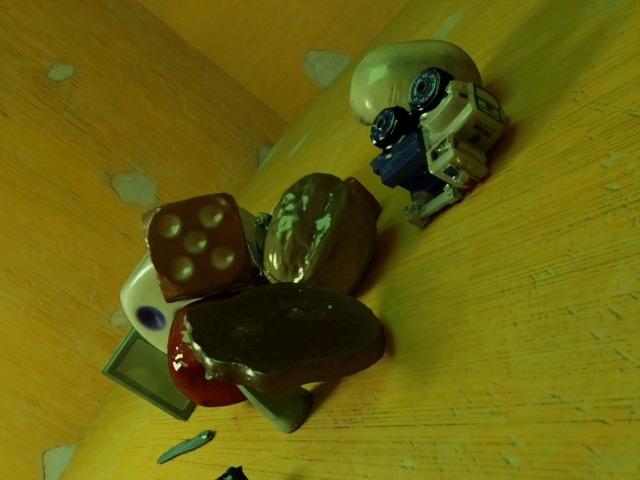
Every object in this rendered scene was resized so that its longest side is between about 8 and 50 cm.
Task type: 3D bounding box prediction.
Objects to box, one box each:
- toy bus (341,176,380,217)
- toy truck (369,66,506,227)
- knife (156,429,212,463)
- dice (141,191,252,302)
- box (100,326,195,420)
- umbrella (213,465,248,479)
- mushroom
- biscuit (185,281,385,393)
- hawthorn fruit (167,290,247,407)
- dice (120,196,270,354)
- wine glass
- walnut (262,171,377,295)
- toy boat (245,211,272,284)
[{"bbox_3d":[0.014,-0.039,1.307,0.120,0.121,0.265,-51,11,-28],"label":"toy bus"},{"bbox_3d":[0.185,-0.140,0.966,0.213,0.161,0.177,-40,39,41],"label":"toy truck"},{"bbox_3d":[-0.298,0.443,1.329,0.313,0.019,0.044,-39,12,46],"label":"knife"},{"bbox_3d":[-0.228,0.019,1.163,0.175,0.179,0.174,-17,-5,-13],"label":"dice"},{"bbox_3d":[-0.390,0.318,1.488,0.129,0.225,0.086,-60,16,-24],"label":"box"},{"bbox_3d":[-0.206,0.455,0.830,0.336,0.154,0.128,-38,51,-11],"label":"umbrella"},{"bbox_3d":[0.176,-0.244,1.132,0.260,0.234,0.254,-12,18,-24],"label":"mushroom"},{"bbox_3d":[-0.050,0.131,0.873,0.257,0.049,0.273,-14,21,-30],"label":"biscuit"},{"bbox_3d":[-0.197,0.219,1.182,0.211,0.211,0.299,-63,6,-34],"label":"hawthorn fruit"},{"bbox_3d":[-0.258,0.099,1.436,0.304,0.304,0.277,-44,15,31],"label":"dice"},{"bbox_3d":[-0.090,0.217,0.923,0.073,0.155,0.073,-45,18,18],"label":"wine glass"},{"bbox_3d":[0.000,0.000,1.079,0.198,0.198,0.245,-26,39,61],"label":"walnut"},{"bbox_3d":[-0.103,0.040,1.203,0.067,0.220,0.291,-19,-7,10],"label":"toy boat"}]
